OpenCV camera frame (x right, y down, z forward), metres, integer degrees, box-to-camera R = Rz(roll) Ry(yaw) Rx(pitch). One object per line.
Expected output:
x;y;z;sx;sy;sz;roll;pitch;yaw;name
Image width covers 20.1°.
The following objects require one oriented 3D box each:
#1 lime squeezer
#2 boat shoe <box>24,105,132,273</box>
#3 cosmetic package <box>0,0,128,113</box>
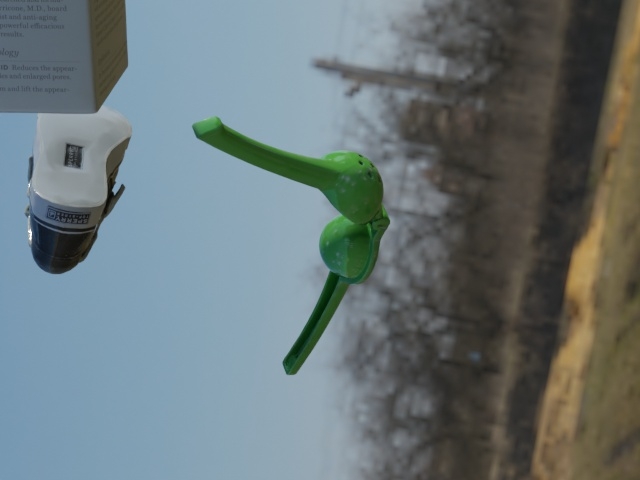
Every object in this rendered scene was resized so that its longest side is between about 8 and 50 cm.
0.000;0.000;1.280;0.110;0.059;0.310;-35;-33;-13;lime squeezer
-0.276;-0.061;2.031;0.306;0.113;0.105;-102;25;-61;boat shoe
-0.257;-0.219;1.574;0.151;0.151;0.184;-76;-14;-69;cosmetic package
